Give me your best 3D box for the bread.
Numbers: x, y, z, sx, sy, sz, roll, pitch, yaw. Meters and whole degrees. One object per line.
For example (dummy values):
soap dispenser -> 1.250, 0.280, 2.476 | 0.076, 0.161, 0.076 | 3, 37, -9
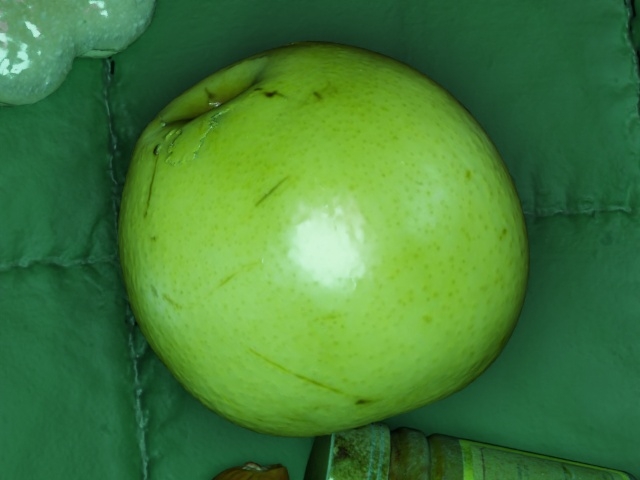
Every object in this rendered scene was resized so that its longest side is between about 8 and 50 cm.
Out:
bread -> -0.258, -0.227, 1.606 | 0.337, 0.102, 0.183 | -33, 103, -19

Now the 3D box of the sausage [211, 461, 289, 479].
sausage -> -0.104, 0.361, 1.602 | 0.094, 0.097, 0.348 | 18, 85, 5

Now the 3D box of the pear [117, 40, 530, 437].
pear -> 0.000, 0.000, 1.517 | 0.348, 0.348, 0.348 | 0, 86, -6

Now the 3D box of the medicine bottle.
medicine bottle -> 0.146, 0.257, 1.602 | 0.322, 0.151, 0.151 | 12, 85, -7
